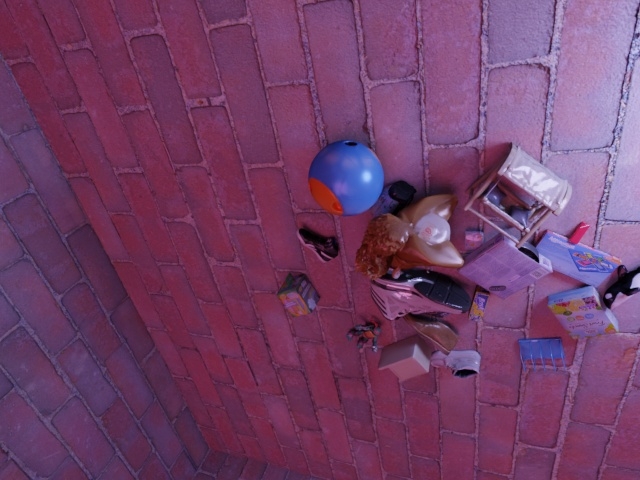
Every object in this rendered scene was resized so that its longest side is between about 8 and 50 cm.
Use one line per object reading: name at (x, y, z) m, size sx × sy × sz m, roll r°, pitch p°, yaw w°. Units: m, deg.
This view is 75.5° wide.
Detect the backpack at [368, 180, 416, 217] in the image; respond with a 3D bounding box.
backpack at (0.282, -0.150, 1.662) m, size 0.115 × 0.152 × 0.182 m, roll 46°, pitch 133°, yaw 9°

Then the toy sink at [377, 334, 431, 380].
toy sink at (0.430, 0.607, 2.098) m, size 0.234 × 0.152 × 0.131 m, roll -34°, pitch 105°, yaw 36°

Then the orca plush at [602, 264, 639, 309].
orca plush at (1.135, 0.126, 1.500) m, size 0.102 × 0.151 × 0.287 m, roll 52°, pitch 137°, yaw 25°

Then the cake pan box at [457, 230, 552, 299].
cake pan box at (0.726, 0.102, 1.638) m, size 0.246 × 0.070 × 0.267 m, roll 28°, pitch 138°, yaw -10°

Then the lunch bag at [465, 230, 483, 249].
lunch bag at (0.619, -0.005, 1.661) m, size 0.071 × 0.053 × 0.083 m, roll 2°, pitch 133°, yaw 24°

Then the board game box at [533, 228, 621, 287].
board game box at (0.961, 0.070, 1.580) m, size 0.281 × 0.027 × 0.145 m, roll 24°, pitch 130°, yaw 7°

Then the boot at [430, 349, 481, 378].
boot at (0.648, 0.610, 2.024) m, size 0.258 × 0.123 × 0.095 m, roll -17°, pitch 114°, yaw 31°

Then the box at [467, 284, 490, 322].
box at (0.697, 0.279, 1.820) m, size 0.059 × 0.054 × 0.168 m, roll 12°, pitch 126°, yaw 15°

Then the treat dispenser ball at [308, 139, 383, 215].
treat dispenser ball at (0.096, -0.235, 1.576) m, size 0.288 × 0.288 × 0.288 m, roll 11°, pitch 126°, yaw 16°

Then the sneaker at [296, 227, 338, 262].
sneaker at (0.000, 0.000, 1.920) m, size 0.121 × 0.079 × 0.217 m, roll -32°, pitch 114°, yaw 33°

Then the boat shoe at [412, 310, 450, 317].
boat shoe at (0.515, 0.329, 1.926) m, size 0.183 × 0.065 × 0.083 m, roll -21°, pitch 115°, yaw 34°

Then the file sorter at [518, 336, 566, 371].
file sorter at (0.981, 0.512, 1.827) m, size 0.170 × 0.104 × 0.118 m, roll -12°, pitch 118°, yaw 29°

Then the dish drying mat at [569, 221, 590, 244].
dish drying mat at (0.949, -0.027, 1.514) m, size 0.032 × 0.008 × 0.083 m, roll 26°, pitch 109°, yaw 3°

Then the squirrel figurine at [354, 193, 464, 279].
squirrel figurine at (0.318, 0.016, 1.632) m, size 0.397 × 0.280 × 0.370 m, roll -4°, pitch 165°, yaw -11°

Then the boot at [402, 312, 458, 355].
boot at (0.520, 0.412, 1.981) m, size 0.305 × 0.112 × 0.115 m, roll 36°, pitch 100°, yaw 1°

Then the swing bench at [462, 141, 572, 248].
swing bench at (0.688, -0.159, 1.453) m, size 0.253 × 0.165 × 0.254 m, roll 34°, pitch 129°, yaw -1°

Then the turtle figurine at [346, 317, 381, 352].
turtle figurine at (0.242, 0.488, 2.121) m, size 0.175 × 0.118 × 0.234 m, roll 54°, pitch 143°, yaw 1°

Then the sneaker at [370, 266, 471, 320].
sneaker at (0.435, 0.269, 1.872) m, size 0.448 × 0.169 × 0.257 m, roll 19°, pitch 133°, yaw 21°

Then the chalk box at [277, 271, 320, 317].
chalk box at (-0.124, 0.265, 2.114) m, size 0.132 × 0.132 × 0.213 m, roll -20°, pitch 112°, yaw 32°

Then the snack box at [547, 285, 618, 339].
snack box at (1.050, 0.293, 1.655) m, size 0.207 × 0.070 × 0.174 m, roll 47°, pitch 137°, yaw -13°
